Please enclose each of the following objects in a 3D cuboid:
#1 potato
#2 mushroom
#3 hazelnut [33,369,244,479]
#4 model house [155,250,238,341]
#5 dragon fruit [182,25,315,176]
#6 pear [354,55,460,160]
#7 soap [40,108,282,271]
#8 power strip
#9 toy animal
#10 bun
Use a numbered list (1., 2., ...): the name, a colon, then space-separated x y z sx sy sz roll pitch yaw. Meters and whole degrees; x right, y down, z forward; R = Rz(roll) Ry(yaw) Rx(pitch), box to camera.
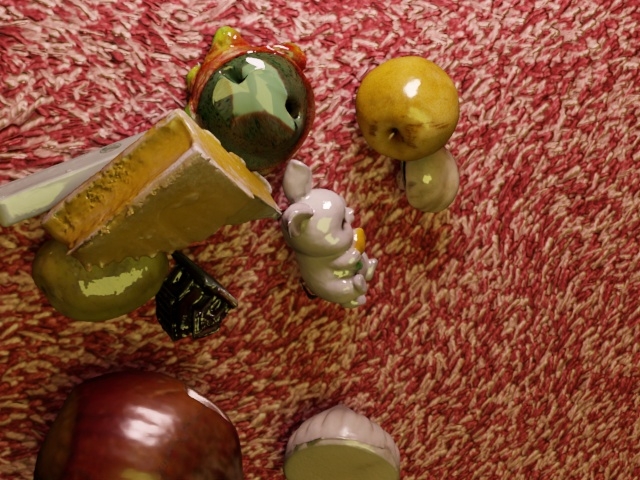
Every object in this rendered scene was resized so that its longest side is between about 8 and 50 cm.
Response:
1. potato: -0.410 0.052 1.797 0.228 0.148 0.197 -36 103 -16
2. mushroom: 0.221 -0.131 2.017 0.154 0.122 0.154 12 76 -53
3. hazelnut: -0.357 0.464 1.813 0.402 0.402 0.429 17 90 -26
4. model house: -0.258 0.130 1.896 0.106 0.165 0.152 34 94 -44
5. dragon fruit: -0.132 -0.260 1.827 0.268 0.130 0.295 -28 115 -6
6. pear: 0.175 -0.268 1.908 0.209 0.209 0.209 -7 109 -20
7. soap: -0.282 -0.038 1.763 0.338 0.169 0.304 -37 140 10
8. power strip: -0.414 -0.128 1.772 0.385 0.091 0.062 -23 115 -14
9. toy animal: 0.002 -0.003 1.915 0.154 0.208 0.325 -18 142 24
10. bun: 0.052 0.450 2.118 0.263 0.175 0.263 5 133 5
